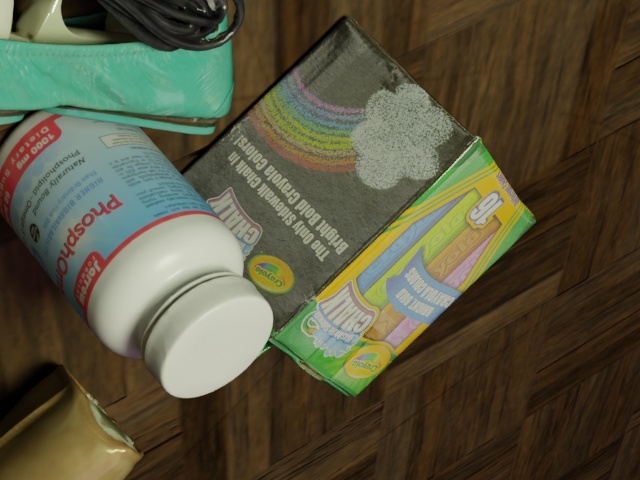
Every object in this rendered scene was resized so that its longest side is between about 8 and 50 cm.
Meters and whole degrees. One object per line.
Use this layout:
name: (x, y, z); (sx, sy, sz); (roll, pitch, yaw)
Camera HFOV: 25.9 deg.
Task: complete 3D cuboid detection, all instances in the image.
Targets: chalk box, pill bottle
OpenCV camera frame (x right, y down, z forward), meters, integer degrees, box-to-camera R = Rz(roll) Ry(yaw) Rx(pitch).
chalk box: (0.000, 0.000, 0.850); (0.213, 0.132, 0.132); (-43, 149, 2)
pill bottle: (-0.096, 0.003, 0.715); (0.087, 0.160, 0.087); (-29, 146, -22)

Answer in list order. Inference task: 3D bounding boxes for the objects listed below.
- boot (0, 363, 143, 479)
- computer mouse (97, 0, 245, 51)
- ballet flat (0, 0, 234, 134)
boot: (-0.213, 0.195, 0.770); (0.269, 0.236, 0.089); (-41, 115, -10)
computer mouse: (-0.044, -0.203, 0.563); (0.184, 0.060, 0.262); (12, 126, -50)
ballet flat: (-0.139, -0.095, 0.646); (0.247, 0.083, 0.087); (-5, 108, -46)
